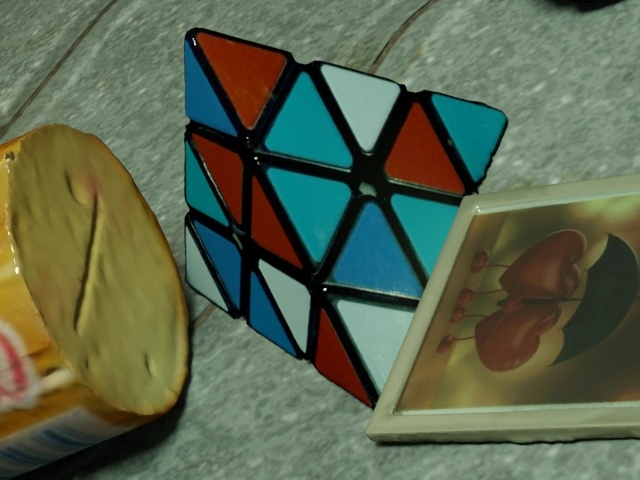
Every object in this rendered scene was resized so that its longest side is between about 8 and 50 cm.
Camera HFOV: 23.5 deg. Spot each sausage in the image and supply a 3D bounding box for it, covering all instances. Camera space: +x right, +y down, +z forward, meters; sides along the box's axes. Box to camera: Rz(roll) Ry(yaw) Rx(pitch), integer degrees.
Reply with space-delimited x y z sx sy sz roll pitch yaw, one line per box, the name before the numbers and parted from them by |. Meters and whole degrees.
sausage | -0.269 0.072 1.126 0.287 0.233 0.233 -22 35 21

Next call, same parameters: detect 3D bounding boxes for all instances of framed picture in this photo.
framed picture | 0.182 0.036 0.945 0.289 0.020 0.211 -6 44 37

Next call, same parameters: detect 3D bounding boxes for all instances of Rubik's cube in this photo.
Rubik's cube | 0.000 0.000 1.038 0.284 0.250 0.234 -24 54 10

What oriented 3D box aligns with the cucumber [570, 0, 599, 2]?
cucumber | 0.198 -0.238 1.219 0.115 0.086 0.193 -35 26 0
